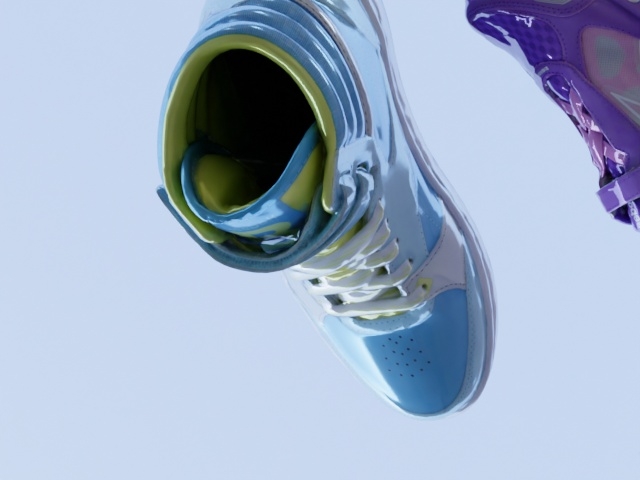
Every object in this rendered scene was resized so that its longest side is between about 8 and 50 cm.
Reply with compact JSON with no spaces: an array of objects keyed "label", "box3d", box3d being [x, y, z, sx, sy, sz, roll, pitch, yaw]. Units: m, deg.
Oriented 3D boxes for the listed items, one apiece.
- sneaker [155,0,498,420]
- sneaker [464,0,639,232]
[{"label":"sneaker","box3d":[0.000,0.000,1.097,0.127,0.208,0.319,-17,-69,20]},{"label":"sneaker","box3d":[0.174,-0.063,1.077,0.236,0.095,0.104,32,-107,-11]}]
